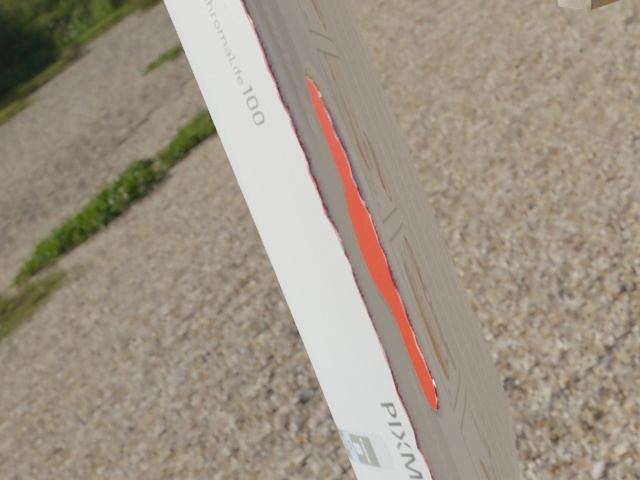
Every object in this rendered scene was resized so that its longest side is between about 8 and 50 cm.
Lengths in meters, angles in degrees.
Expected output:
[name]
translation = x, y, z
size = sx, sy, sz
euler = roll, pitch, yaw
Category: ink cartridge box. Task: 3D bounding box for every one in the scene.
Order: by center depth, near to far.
[ink cartridge box]
translation = 0.000, 0.000, 0.545
size = 0.091, 0.308, 0.385
euler = -21, 3, 10

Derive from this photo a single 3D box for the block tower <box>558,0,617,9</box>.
[block tower]
translation = 0.195, -0.308, 0.705
size = 0.091, 0.336, 0.097
euler = -22, 27, -33
